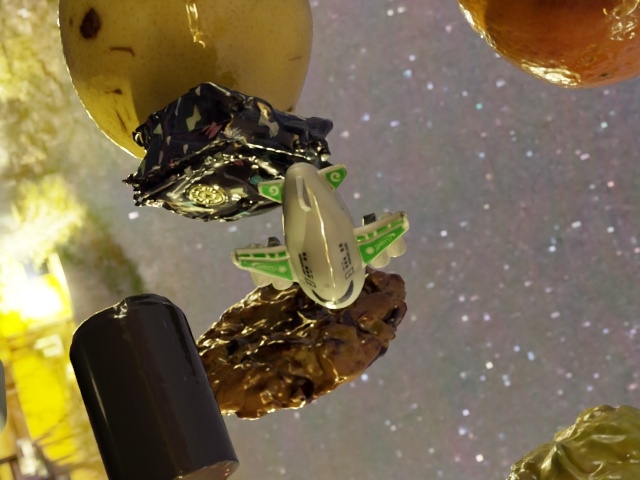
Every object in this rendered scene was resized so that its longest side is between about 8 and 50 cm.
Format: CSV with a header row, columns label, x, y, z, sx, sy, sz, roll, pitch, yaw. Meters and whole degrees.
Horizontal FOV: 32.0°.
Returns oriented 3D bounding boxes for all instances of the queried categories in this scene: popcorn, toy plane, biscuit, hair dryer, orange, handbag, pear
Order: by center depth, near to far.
label,x,y,z,sx,sy,sz,roll,pitch,yaw
hair dryer,-0.116,0.137,0.699,0.114,0.070,0.248,66,-25,23
orange,0.217,-0.236,0.915,0.170,0.224,0.224,-10,81,-71
toy plane,0.000,-0.002,1.070,0.080,0.174,0.174,-96,-179,-51
popcorn,0.301,0.296,1.102,0.251,0.206,0.237,57,-37,13
handbag,-0.099,-0.087,1.189,0.260,0.162,0.113,-17,-114,54
pear,-0.172,-0.264,1.461,0.348,0.348,0.348,163,-90,-75
biscuit,-0.036,0.116,1.487,0.289,0.334,0.081,6,-56,47

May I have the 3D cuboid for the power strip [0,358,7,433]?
label,x,y,z,sx,sy,sz,roll,pitch,yaw
power strip,-0.495,0.172,1.053,0.062,0.385,0.091,85,-6,-62
